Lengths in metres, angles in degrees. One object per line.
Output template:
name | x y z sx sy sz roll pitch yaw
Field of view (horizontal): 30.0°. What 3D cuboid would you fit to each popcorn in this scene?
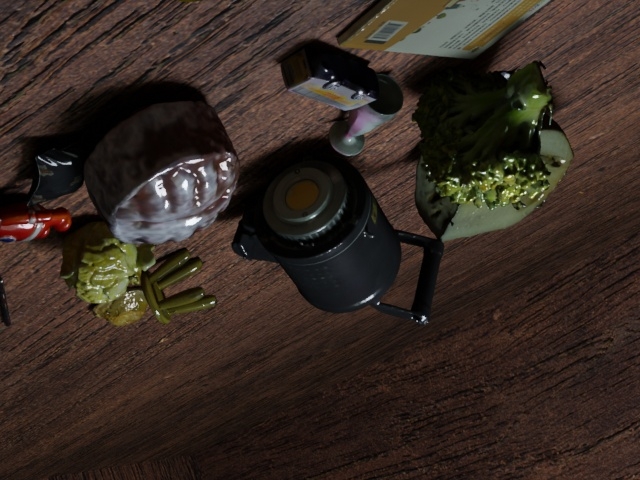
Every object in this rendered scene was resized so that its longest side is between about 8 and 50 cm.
popcorn | -0.360 0.035 1.976 0.162 0.141 0.135 20 164 3

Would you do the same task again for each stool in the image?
stool | -0.274 0.090 2.289 0.110 0.135 0.134 -24 -152 4

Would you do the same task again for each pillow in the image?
pillow | -0.367 -0.100 1.690 0.090 0.048 0.150 -10 158 -23

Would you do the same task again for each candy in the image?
candy | -0.221 -0.089 1.702 0.214 0.157 0.289 -27 167 -12

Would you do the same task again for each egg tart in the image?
egg tart | -0.395 0.137 2.402 0.128 0.049 0.129 -18 161 -6

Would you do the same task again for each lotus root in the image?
lotus root | 0.326 -0.153 2.171 0.260 0.149 0.267 -14 145 -34

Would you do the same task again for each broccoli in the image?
broccoli | 0.240 -0.164 1.851 0.180 0.242 0.273 -17 160 -14

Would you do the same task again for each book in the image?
book | 0.191 -0.322 1.682 0.295 0.020 0.208 -4 157 -44

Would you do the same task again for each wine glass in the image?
wine glass | 0.069 -0.191 1.862 0.073 0.073 0.155 -12 161 -26

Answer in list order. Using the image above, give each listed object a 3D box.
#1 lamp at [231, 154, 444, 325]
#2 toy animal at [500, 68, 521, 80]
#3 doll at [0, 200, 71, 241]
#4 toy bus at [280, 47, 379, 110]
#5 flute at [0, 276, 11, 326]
lamp | 0.023 -0.011 2.045 0.374 0.205 0.272 12 155 7
toy animal | 0.320 -0.266 1.990 0.050 0.028 0.084 -22 166 35
doll | -0.484 -0.025 1.745 0.142 0.076 0.245 -15 174 37
toy bus | 0.015 -0.230 1.711 0.072 0.057 0.172 -22 163 28
flute | -0.577 0.114 2.177 0.014 0.014 0.269 -15 162 -17
